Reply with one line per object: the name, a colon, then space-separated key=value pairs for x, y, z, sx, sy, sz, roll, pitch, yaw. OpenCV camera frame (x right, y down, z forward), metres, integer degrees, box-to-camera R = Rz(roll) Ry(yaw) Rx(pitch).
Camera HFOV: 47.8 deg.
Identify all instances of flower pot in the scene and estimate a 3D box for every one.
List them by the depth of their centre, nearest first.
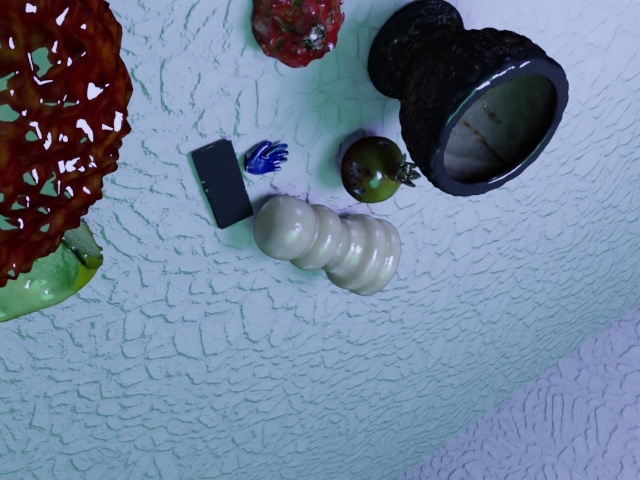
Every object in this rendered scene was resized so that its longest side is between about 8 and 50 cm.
flower pot: x=0.221 y=-0.250 z=1.187 sx=0.266 sy=0.267 sz=0.267 roll=-21 pitch=140 yaw=-18

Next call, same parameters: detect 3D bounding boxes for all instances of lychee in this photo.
lychee: x=-0.397 y=-0.178 z=0.740 sx=0.424 sy=0.424 sz=0.500 roll=28 pitch=73 yaw=-48

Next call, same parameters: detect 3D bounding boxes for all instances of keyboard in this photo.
keyboard: x=-0.171 y=-0.097 z=1.280 sx=0.074 sy=0.015 sz=0.197 roll=-28 pitch=142 yaw=-13

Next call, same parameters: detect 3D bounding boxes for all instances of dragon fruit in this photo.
dragon fruit: x=-0.019 y=-0.310 z=1.083 sx=0.153 sy=0.111 sz=0.153 roll=-17 pitch=141 yaw=-14

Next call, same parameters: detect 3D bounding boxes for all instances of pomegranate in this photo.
pomegranate: x=0.103 y=-0.125 z=1.331 sx=0.129 sy=0.159 sz=0.130 roll=-5 pitch=110 yaw=-14

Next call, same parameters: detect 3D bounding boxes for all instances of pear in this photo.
pear: x=-0.492 y=0.023 z=1.071 sx=0.292 sy=0.159 sz=0.292 roll=-18 pitch=141 yaw=-15

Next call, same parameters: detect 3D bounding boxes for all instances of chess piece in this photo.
chess piece: x=0.000 y=0.000 z=1.412 sx=0.299 sy=0.167 sz=0.167 roll=19 pitch=119 yaw=-38

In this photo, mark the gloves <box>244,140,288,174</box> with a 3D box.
gloves: x=-0.093 y=-0.146 z=1.272 sx=0.086 sy=0.026 sz=0.064 roll=-10 pitch=135 yaw=-26
